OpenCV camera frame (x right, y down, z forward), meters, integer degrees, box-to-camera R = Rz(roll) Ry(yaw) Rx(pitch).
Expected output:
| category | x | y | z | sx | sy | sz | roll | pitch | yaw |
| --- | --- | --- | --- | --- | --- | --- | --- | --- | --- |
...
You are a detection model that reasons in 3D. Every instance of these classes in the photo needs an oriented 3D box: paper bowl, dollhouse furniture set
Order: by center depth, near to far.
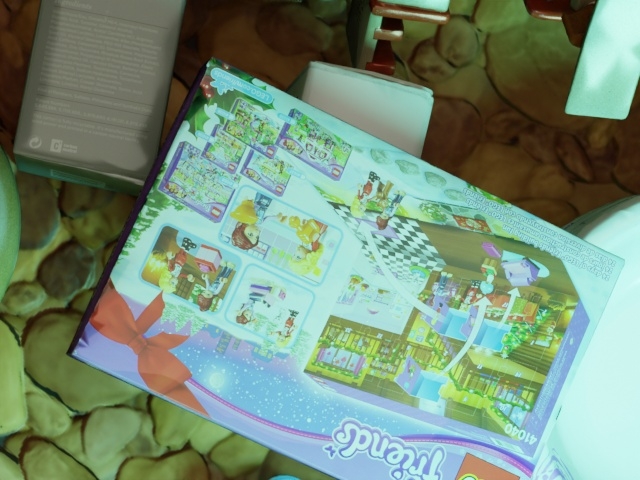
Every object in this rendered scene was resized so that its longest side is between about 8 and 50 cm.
| category | x | y | z | sx | sy | sz | roll | pitch | yaw |
| --- | --- | --- | --- | --- | --- | --- | --- | --- | --- |
| dollhouse furniture set | 0.156 | -0.174 | 1.225 | 0.259 | 0.262 | 0.135 | 5 | 127 | -9 |
| paper bowl | 0.252 | 0.106 | 1.262 | 0.284 | 0.148 | 0.284 | 1 | 87 | -9 |

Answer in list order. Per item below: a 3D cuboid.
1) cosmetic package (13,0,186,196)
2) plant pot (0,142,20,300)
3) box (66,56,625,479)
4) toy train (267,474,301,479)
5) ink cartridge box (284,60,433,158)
| category | x | y | z | sx | sy | sz | roll | pitch | yaw |
| --- | --- | --- | --- | --- | --- | --- | --- | --- | --- |
| cosmetic package | -0.142 | -0.157 | 1.229 | 0.107 | 0.127 | 0.238 | 13 | 87 | -7 |
| plant pot | -0.321 | -0.013 | 1.218 | 0.236 | 0.032 | 0.236 | -1 | 92 | -16 |
| box | 0.017 | 0.041 | 1.113 | 0.293 | 0.057 | 0.201 | 26 | 82 | -9 |
| toy train | 0.012 | 0.234 | 1.256 | 0.184 | 0.080 | 0.105 | 19 | 93 | -9 |
| ink cartridge box | 0.000 | 0.000 | 1.223 | 0.092 | 0.158 | 0.218 | 15 | 84 | -8 |
